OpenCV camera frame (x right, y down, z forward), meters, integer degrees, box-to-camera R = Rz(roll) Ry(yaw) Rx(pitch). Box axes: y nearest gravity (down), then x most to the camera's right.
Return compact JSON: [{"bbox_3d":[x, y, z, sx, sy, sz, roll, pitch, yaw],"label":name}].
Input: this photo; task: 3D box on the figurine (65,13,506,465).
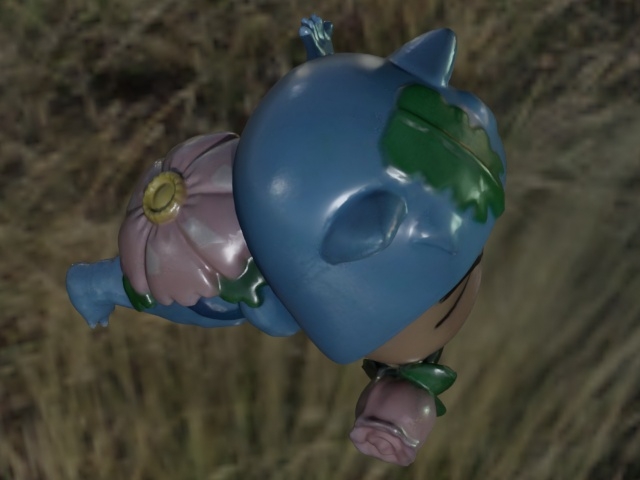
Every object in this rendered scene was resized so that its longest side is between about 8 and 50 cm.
[{"bbox_3d":[0.000,0.005,0.717,0.178,0.144,0.114,-15,31,37],"label":"figurine"}]
